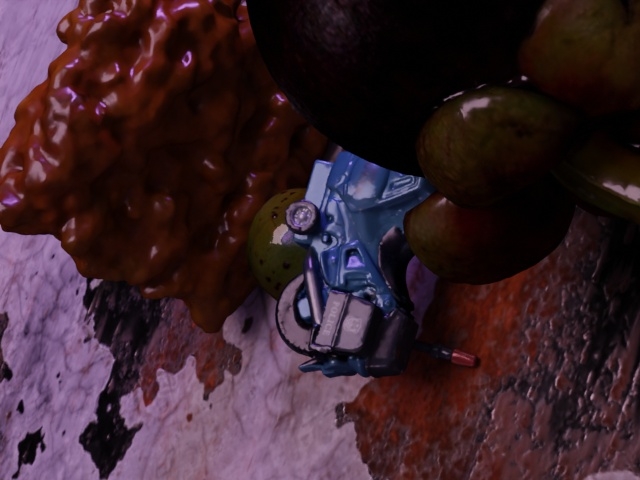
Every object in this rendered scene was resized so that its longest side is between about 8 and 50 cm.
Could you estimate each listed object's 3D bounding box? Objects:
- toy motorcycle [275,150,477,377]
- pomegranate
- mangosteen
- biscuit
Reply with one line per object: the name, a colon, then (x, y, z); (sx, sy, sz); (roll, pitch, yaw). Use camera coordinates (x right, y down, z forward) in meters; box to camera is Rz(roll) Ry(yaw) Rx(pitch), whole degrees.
toy motorcycle: (0.067, -0.006, 1.667); (0.182, 0.123, 0.272); (13, 82, 21)
pomegranate: (-0.003, 0.007, 1.769); (0.130, 0.130, 0.130); (-25, 54, 40)
mangosteen: (0.148, -0.175, 1.464); (0.382, 0.382, 0.435); (-32, 83, 35)
biscuit: (-0.133, -0.099, 1.818); (0.110, 0.312, 0.318); (20, 85, 50)
